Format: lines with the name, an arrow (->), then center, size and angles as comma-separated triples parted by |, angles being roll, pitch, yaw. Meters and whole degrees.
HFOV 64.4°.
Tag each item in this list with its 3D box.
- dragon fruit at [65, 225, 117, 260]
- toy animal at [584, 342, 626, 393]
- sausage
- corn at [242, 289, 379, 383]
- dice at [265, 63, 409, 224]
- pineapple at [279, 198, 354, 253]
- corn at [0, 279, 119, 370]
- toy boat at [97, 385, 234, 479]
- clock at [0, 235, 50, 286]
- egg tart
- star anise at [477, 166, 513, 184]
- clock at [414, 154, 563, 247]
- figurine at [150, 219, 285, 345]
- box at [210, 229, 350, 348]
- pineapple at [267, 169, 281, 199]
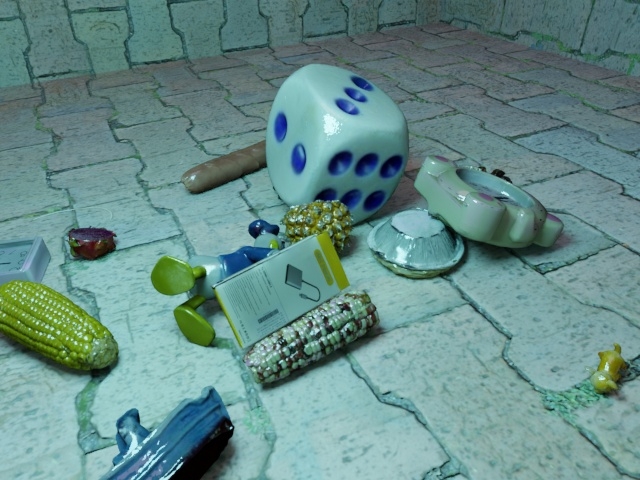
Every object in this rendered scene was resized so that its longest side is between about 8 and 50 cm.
dragon fruit -> -0.562, 0.010, 1.249 | 0.112, 0.068, 0.126 | 5, 18, -20
toy animal -> 0.494, 0.223, 0.874 | 0.060, 0.081, 0.083 | 32, 26, 36
sausage -> -0.243, -0.247, 1.589 | 0.433, 0.088, 0.088 | -28, 42, -32
corn -> -0.010, 0.182, 0.952 | 0.280, 0.092, 0.092 | -26, 41, -23
dice -> 0.034, -0.241, 1.298 | 0.276, 0.304, 0.304 | -2, 46, -32
pineapple -> 0.000, -0.002, 1.187 | 0.175, 0.161, 0.137 | 8, 62, -29
corn -> -0.523, 0.159, 0.980 | 0.321, 0.119, 0.119 | 18, 39, 20
toy boat -> -0.254, 0.317, 0.719 | 0.142, 0.129, 0.309 | 29, 45, 22
clock -> -0.751, 0.063, 1.177 | 0.197, 0.063, 0.150 | -8, 35, -8
egg tart -> 0.226, -0.007, 1.205 | 0.234, 0.094, 0.234 | 1, 32, 0
star anise -> 0.474, -0.170, 1.467 | 0.167, 0.057, 0.168 | -4, 25, 2
clock -> 0.405, -0.087, 1.222 | 0.309, 0.114, 0.284 | 8, 28, -24
figurine -> -0.138, 0.046, 1.060 | 0.283, 0.205, 0.338 | 8, 32, 13
box -> -0.069, 0.087, 0.952 | 0.247, 0.129, 0.033 | -27, 7, -25
pineapple -> -0.096, -0.206, 1.509 | 0.119, 0.111, 0.237 | -25, 40, 13
